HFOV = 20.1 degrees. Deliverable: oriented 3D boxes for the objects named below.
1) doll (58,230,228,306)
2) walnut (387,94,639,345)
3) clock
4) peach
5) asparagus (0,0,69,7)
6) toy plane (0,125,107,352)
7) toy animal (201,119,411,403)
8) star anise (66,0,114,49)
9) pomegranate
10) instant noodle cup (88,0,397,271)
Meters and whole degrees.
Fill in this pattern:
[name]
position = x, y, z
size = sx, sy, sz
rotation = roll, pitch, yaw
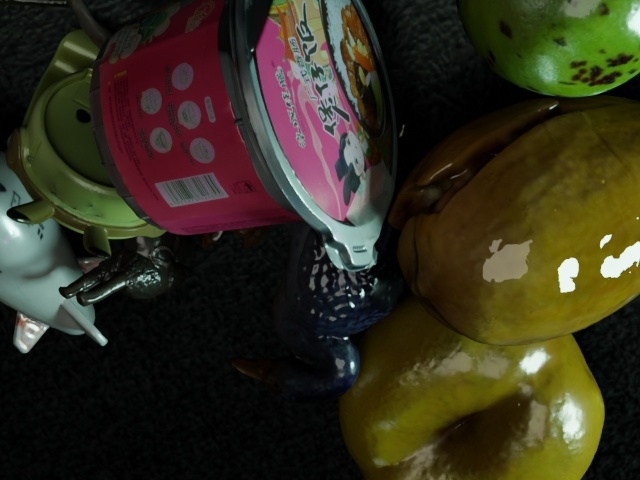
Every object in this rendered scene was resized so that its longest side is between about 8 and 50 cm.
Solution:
[doll]
position = -0.156, -0.008, 1.677
size = 0.165, 0.057, 0.139
rotation = 2, 92, -32
[walnut]
position = 0.219, -0.029, 1.559
size = 0.336, 0.209, 0.209
rotation = -21, 111, -16
[clock]
position = -0.190, -0.072, 1.594
size = 0.170, 0.232, 0.069
rotation = 26, 139, -5
[peach]
position = 0.137, 0.156, 1.690
size = 0.251, 0.153, 0.251
rotation = 1, 105, 4
[asparagus]
position = -0.293, -0.221, 1.662
size = 0.127, 0.015, 0.018
rotation = 1, 111, 8
[toy plane]
position = -0.290, 0.001, 1.684
size = 0.252, 0.118, 0.252
rotation = -11, 113, -27
[toy animal]
position = 0.000, 0.000, 1.638
size = 0.185, 0.122, 0.298
rotation = 36, 103, 28
[star anise]
position = -0.091, -0.324, 1.457
size = 0.316, 0.139, 0.359
rotation = -14, 126, 5
[pomegranate]
position = 0.228, -0.213, 1.510
size = 0.263, 0.211, 0.211
rotation = 20, 119, -39
[instant noodle cup]
position = -0.072, -0.108, 1.483
size = 0.182, 0.258, 0.302
rotation = -13, 75, 26
